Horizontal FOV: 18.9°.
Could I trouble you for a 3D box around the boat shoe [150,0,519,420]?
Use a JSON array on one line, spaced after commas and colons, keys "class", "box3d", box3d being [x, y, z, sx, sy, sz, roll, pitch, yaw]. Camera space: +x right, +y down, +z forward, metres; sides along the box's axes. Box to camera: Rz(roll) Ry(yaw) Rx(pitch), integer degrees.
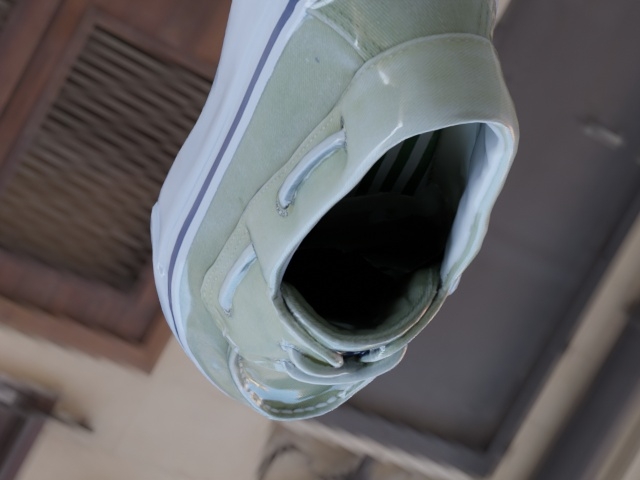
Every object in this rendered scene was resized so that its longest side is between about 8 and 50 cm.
[{"class": "boat shoe", "box3d": [0.000, 0.000, 0.669, 0.109, 0.302, 0.094, -5, -119, -10]}]
